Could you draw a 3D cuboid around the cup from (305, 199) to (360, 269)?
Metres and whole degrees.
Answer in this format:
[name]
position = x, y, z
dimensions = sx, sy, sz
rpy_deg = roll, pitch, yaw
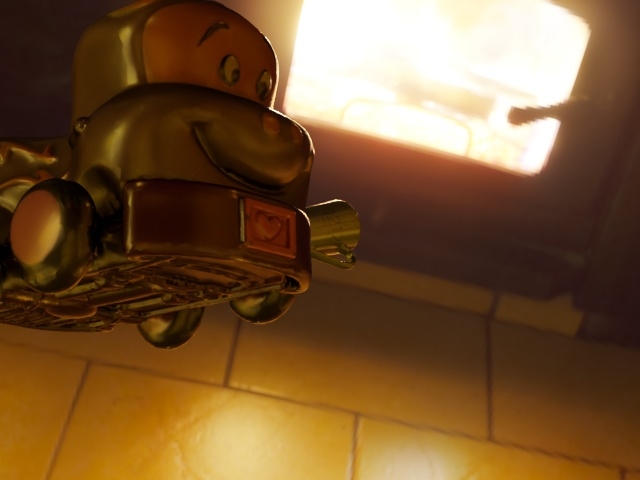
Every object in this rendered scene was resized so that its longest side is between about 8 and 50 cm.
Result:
[cup]
position = -0.004, 0.000, 1.330
dimensions = 0.083, 0.054, 0.074
rpy_deg = -11, 83, -44

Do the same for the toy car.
[toy car]
position = -0.163, -0.049, 1.077
dimensions = 0.341, 0.240, 0.271
rpy_deg = -14, -18, 35
